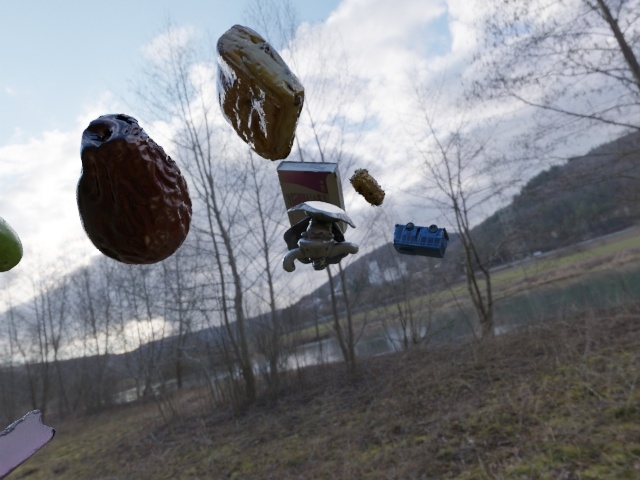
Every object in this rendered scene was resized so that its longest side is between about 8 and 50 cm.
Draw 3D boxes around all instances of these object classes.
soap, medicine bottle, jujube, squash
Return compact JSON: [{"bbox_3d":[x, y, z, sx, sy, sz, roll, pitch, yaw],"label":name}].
[{"bbox_3d":[-0.572,0.390,0.726,0.203,0.066,0.122,-39,0,18],"label":"soap"},{"bbox_3d":[-0.017,-0.113,1.128,0.170,0.201,0.052,8,41,22],"label":"medicine bottle"},{"bbox_3d":[-0.267,-0.069,0.598,0.167,0.168,0.237,-12,-33,-15],"label":"jujube"},{"bbox_3d":[-0.814,-0.069,0.934,0.118,0.119,0.371,-16,-50,7],"label":"squash"}]

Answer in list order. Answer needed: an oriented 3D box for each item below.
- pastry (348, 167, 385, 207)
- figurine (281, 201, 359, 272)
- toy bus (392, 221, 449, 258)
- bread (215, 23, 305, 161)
[{"bbox_3d":[0.146,-0.165,1.297,0.056,0.080,0.140,-14,-50,40],"label":"pastry"},{"bbox_3d":[0.000,0.000,0.507,0.094,0.086,0.082,15,13,2],"label":"figurine"},{"bbox_3d":[0.350,0.001,1.500,0.184,0.106,0.090,6,-22,31],"label":"toy bus"},{"bbox_3d":[-0.137,-0.297,0.876,0.099,0.235,0.211,-30,-17,-28],"label":"bread"}]
